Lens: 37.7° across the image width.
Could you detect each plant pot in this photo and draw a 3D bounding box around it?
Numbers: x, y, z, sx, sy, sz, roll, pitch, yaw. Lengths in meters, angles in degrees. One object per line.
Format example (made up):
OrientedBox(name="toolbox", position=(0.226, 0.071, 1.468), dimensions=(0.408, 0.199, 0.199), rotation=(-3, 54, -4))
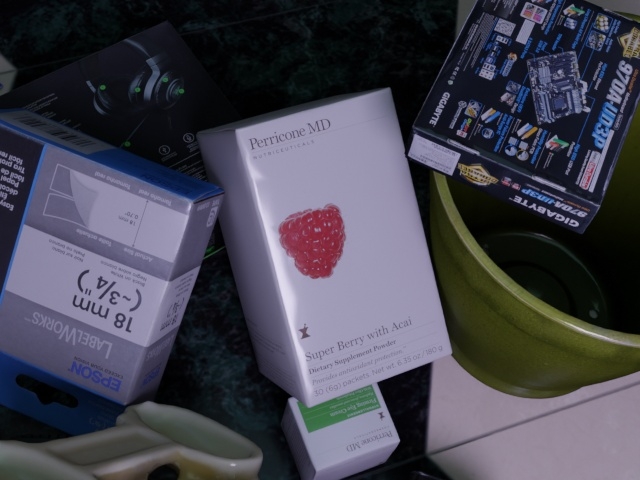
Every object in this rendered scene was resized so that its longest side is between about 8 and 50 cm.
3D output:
OrientedBox(name="plant pot", position=(0.270, 0.009, 1.022), dimensions=(0.366, 0.353, 0.367), rotation=(2, 62, -4))

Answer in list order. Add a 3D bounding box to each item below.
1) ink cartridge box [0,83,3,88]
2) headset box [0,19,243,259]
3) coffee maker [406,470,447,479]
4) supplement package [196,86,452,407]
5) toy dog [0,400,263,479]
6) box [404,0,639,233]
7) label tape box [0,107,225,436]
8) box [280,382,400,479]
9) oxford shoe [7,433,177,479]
OrientedBox(name="ink cartridge box", position=(-0.565, -0.202, 1.225), dimensions=(0.208, 0.045, 0.206), rotation=(33, 64, 10))
OrientedBox(name="headset box", position=(-0.229, -0.105, 1.157), dimensions=(0.246, 0.131, 0.283), rotation=(-31, 69, -19))
OrientedBox(name="coffee maker", position=(0.096, 0.335, 0.968), dimensions=(0.171, 0.120, 0.178), rotation=(24, 62, 8))
OrientedBox(name="supplement package", position=(0.000, 0.000, 1.021), dimensions=(0.177, 0.175, 0.293), rotation=(-18, 101, -18))
OrientedBox(name="toy dog", position=(-0.143, 0.391, 0.808), dimensions=(0.395, 0.284, 0.408), rotation=(15, 99, 24))
OrientedBox(name="box", position=(0.199, -0.136, 0.862), dimensions=(0.175, 0.051, 0.220), rotation=(24, 63, 7))
OrientedBox(name="label tape box", position=(-0.271, 0.062, 0.974), dimensions=(0.240, 0.106, 0.334), rotation=(22, 104, 6))
OrientedBox(name="box", position=(0.019, 0.211, 1.034), dimensions=(0.101, 0.102, 0.087), rotation=(-17, 67, -15))
OrientedBox(name="oxford shoe", position=(-0.236, 0.266, 0.994), dimensions=(0.227, 0.083, 0.096), rotation=(17, 69, 6))
